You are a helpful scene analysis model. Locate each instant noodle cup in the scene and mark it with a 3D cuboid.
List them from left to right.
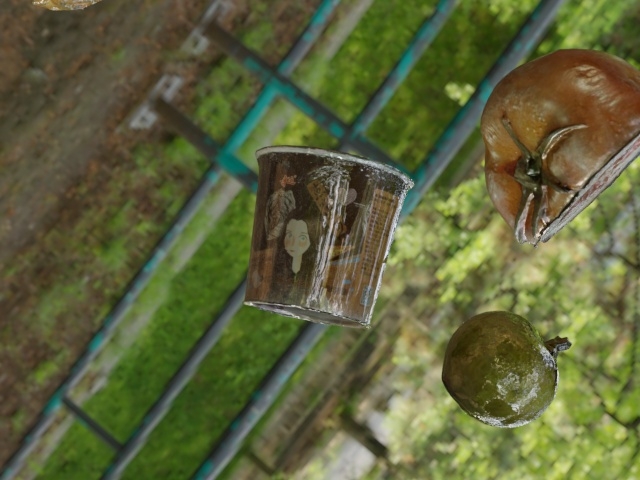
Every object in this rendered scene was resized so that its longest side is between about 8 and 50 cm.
[{"bbox_3d":[0.000,0.000,1.661,0.217,0.217,0.207,55,45,-78],"label":"instant noodle cup"}]

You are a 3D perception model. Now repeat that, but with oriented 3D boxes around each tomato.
[{"bbox_3d":[0.244,-0.112,1.305,0.180,0.155,0.214,-31,163,-32],"label":"tomato"}]

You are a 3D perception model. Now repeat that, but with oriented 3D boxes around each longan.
[{"bbox_3d":[0.241,0.160,1.615,0.176,0.155,0.145,-19,160,0],"label":"longan"}]

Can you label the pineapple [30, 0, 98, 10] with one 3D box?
[{"bbox_3d":[-0.222,-0.345,1.142,0.130,0.119,0.277,-17,146,-26],"label":"pineapple"}]
